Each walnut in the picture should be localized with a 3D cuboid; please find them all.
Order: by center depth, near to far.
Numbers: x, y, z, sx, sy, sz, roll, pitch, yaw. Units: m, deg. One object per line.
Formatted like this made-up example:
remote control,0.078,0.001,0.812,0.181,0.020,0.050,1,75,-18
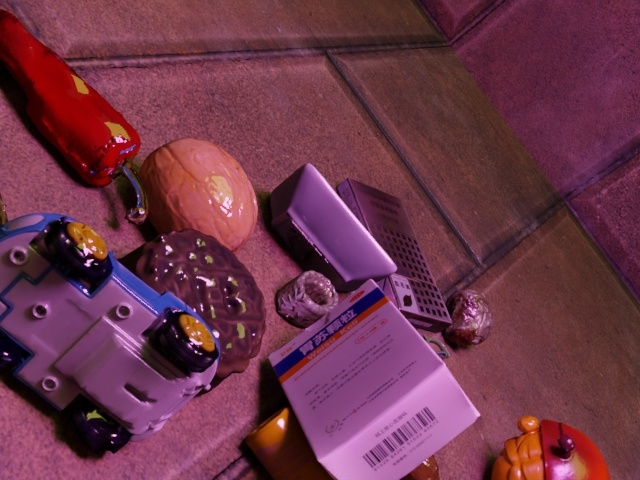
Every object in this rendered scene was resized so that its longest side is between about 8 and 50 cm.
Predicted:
walnut,-0.181,-0.061,1.412,0.165,0.165,0.197,-9,66,-59

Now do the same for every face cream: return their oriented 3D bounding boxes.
face cream,0.008,0.357,1.289,0.273,0.078,0.078,53,28,2

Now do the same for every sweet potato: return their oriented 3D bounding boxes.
sweet potato,0.129,0.305,1.560,0.081,0.062,0.233,41,22,-53

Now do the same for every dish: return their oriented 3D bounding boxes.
dish,0.000,0.000,1.653,0.080,0.182,0.243,-42,95,-27

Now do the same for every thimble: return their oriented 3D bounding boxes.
thimble,-0.022,0.099,1.566,0.084,0.062,0.110,58,28,9

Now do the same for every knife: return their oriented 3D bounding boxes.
knife,0.184,0.203,1.807,0.212,0.015,0.054,7,51,-54

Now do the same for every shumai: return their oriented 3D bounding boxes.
shumai,0.291,0.168,1.925,0.087,0.099,0.124,-39,108,-55

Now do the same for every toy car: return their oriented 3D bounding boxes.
toy car,-0.264,0.091,1.086,0.314,0.198,0.166,42,13,-16

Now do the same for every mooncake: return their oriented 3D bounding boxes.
mooncake,-0.179,0.092,1.272,0.228,0.124,0.228,36,33,-28

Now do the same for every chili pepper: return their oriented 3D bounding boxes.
chili pepper,-0.360,-0.187,1.357,0.387,0.110,0.110,48,28,0

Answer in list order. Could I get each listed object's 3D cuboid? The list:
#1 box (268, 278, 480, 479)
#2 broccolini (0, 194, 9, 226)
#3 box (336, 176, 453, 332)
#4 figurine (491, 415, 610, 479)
box,0.063,0.198,1.305,0.106,0.200,0.299,53,0,-26
broccolini,-0.412,-0.042,1.184,0.052,0.054,0.194,66,-1,-55
box,0.149,0.029,1.926,0.180,0.047,0.325,19,41,-46
figurine,0.434,0.452,1.698,0.323,0.196,0.320,44,33,-36
